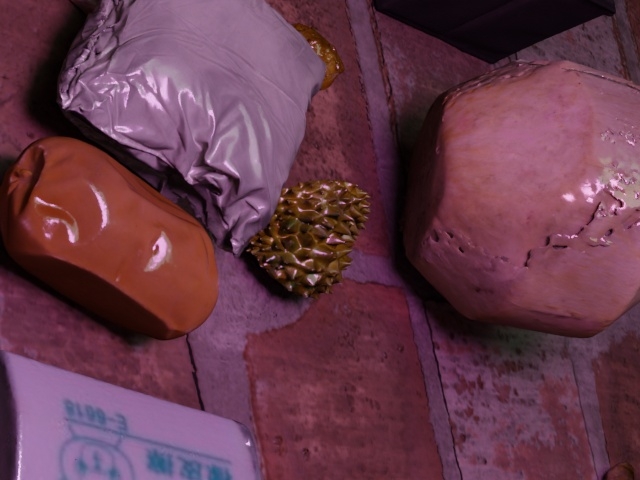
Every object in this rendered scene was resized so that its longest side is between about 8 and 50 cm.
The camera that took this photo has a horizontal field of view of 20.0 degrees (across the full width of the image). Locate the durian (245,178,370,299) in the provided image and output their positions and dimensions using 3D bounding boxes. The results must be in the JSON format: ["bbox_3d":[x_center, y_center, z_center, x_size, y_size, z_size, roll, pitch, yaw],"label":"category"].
[{"bbox_3d":[0.000,0.004,1.925,0.187,0.119,0.108,4,64,-52],"label":"durian"}]

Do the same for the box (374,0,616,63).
[{"bbox_3d":[0.205,-0.438,2.344,0.251,0.204,0.345,17,59,-47],"label":"box"}]

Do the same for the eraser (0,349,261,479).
[{"bbox_3d":[-0.184,0.221,1.596,0.290,0.104,0.189,22,59,-43],"label":"eraser"}]

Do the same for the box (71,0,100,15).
[{"bbox_3d":[-0.266,-0.306,1.840,0.167,0.024,0.090,43,43,-28],"label":"box"}]

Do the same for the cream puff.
[{"bbox_3d":[-0.011,-0.212,2.077,0.083,0.058,0.083,57,36,-11],"label":"cream puff"}]

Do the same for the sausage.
[{"bbox_3d":[-0.192,0.001,1.687,0.241,0.120,0.136,39,56,-33],"label":"sausage"}]

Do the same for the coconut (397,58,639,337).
[{"bbox_3d":[0.279,-0.043,2.091,0.352,0.352,0.352,27,51,-41],"label":"coconut"}]

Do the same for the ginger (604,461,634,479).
[{"bbox_3d":[0.442,0.358,2.324,0.333,0.080,0.166,-2,58,-45],"label":"ginger"}]

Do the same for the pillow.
[{"bbox_3d":[-0.131,-0.164,1.835,0.283,0.138,0.310,44,43,-26],"label":"pillow"}]
